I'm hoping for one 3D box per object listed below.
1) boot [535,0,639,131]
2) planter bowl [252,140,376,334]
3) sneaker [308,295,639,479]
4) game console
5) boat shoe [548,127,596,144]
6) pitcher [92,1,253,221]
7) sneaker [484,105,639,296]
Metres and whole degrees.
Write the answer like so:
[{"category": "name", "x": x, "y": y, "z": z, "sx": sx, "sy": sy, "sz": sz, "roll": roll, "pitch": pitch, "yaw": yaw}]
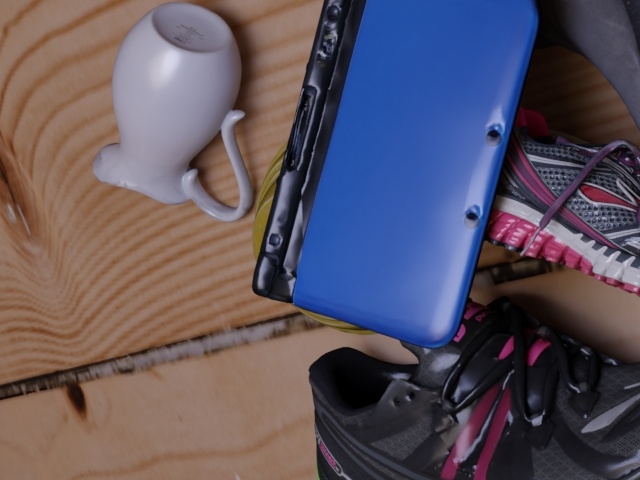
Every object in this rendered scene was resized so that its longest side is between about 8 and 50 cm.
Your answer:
[{"category": "boot", "x": 0.203, "y": -0.180, "z": 1.231, "sx": 0.223, "sy": 0.118, "sz": 0.338, "roll": -26, "pitch": 81, "yaw": 46}, {"category": "planter bowl", "x": 0.000, "y": 0.000, "z": 1.434, "sx": 0.217, "sy": 0.090, "sz": 0.217, "roll": 12, "pitch": 111, "yaw": 35}, {"category": "sneaker", "x": 0.165, "y": 0.145, "z": 1.296, "sx": 0.483, "sy": 0.185, "sz": 0.202, "roll": -13, "pitch": 100, "yaw": 38}, {"category": "game console", "x": 0.059, "y": -0.077, "z": 1.250, "sx": 0.173, "sy": 0.250, "sz": 0.293, "roll": 15, "pitch": 93, "yaw": 1}, {"category": "boat shoe", "x": 0.206, "y": -0.034, "z": 1.265, "sx": 0.285, "sy": 0.092, "sz": 0.102, "roll": 13, "pitch": 111, "yaw": 33}, {"category": "pitcher", "x": -0.131, "y": -0.123, "z": 1.489, "sx": 0.178, "sy": 0.125, "sz": 0.207, "roll": 26, "pitch": 131, "yaw": 5}, {"category": "sneaker", "x": 0.238, "y": -0.018, "z": 1.123, "sx": 0.299, "sy": 0.121, "sz": 0.112, "roll": 22, "pitch": 96, "yaw": 31}]
